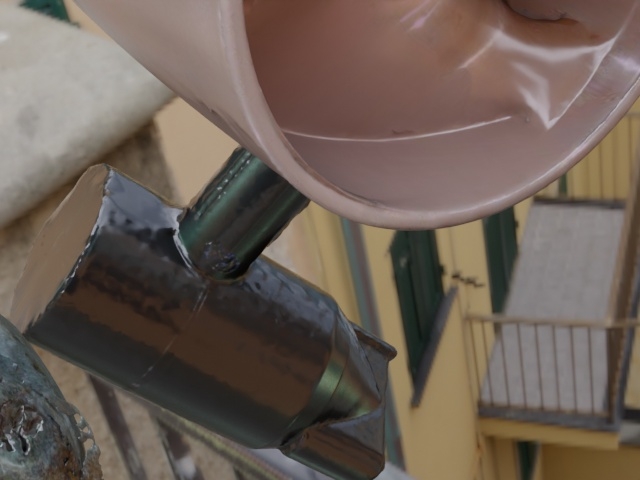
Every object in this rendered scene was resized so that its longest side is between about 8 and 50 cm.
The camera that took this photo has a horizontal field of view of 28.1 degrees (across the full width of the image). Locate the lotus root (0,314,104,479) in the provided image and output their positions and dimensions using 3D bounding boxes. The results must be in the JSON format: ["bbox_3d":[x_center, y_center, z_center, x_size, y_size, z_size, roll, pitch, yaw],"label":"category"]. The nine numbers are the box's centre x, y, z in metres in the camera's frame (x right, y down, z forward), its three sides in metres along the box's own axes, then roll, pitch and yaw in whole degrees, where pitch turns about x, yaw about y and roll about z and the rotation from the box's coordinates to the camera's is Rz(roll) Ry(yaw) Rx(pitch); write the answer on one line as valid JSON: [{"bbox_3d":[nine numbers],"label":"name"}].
[{"bbox_3d":[-0.144,0.084,0.551,0.088,0.088,0.165,-36,85,-27],"label":"lotus root"}]

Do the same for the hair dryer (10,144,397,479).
[{"bbox_3d":[0.000,0.000,0.740,0.302,0.244,0.116,-46,29,30],"label":"hair dryer"}]

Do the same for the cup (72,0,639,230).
[{"bbox_3d":[-0.022,-0.139,0.421,0.200,0.253,0.191,37,100,45],"label":"cup"}]
